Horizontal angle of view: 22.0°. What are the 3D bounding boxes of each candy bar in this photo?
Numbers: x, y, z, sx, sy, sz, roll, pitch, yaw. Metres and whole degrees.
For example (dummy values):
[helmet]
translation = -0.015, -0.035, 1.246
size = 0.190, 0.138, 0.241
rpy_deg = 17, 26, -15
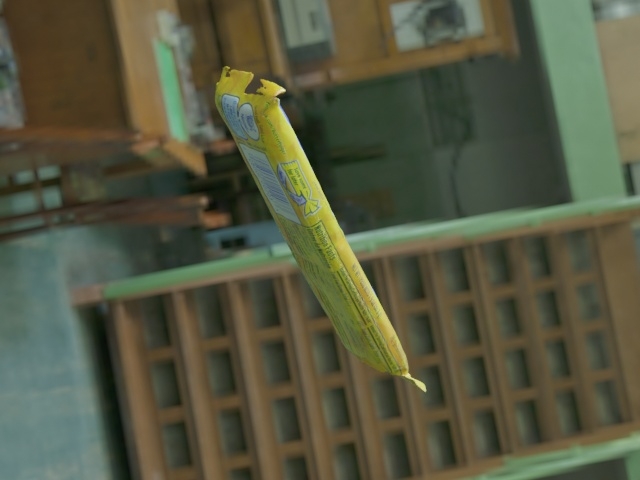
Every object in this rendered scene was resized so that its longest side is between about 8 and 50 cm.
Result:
[candy bar]
translation = 0.000, 0.000, 0.650
size = 0.040, 0.018, 0.161
rpy_deg = 24, -32, 51
